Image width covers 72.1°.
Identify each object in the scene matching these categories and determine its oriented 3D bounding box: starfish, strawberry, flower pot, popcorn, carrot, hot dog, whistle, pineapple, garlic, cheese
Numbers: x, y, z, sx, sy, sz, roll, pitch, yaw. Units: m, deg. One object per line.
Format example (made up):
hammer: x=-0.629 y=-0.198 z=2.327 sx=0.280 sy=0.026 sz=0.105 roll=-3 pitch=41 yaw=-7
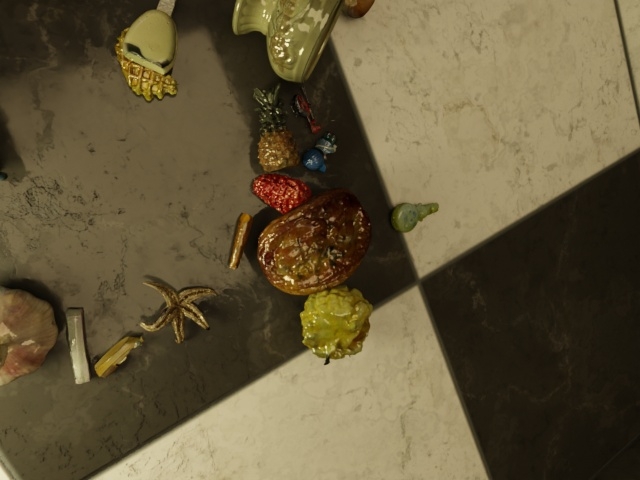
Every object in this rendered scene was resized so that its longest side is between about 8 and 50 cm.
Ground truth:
starfish: x=-0.410 y=0.187 z=1.263 sx=0.213 sy=0.057 sz=0.238 roll=-43 pitch=113 yaw=-21
strawberry: x=-0.113 y=-0.139 z=1.339 sx=0.188 sy=0.082 sz=0.121 roll=16 pitch=92 yaw=-26
flower pot: x=-0.092 y=-0.608 z=1.197 sx=0.244 sy=0.307 sz=0.308 roll=26 pitch=85 yaw=-6
popcorn: x=0.046 y=0.260 z=1.356 sx=0.249 sy=0.225 sz=0.249 roll=6 pitch=121 yaw=10
carrot: x=-0.242 y=0.003 z=1.322 sx=0.042 sy=0.042 sz=0.171 roll=15 pitch=92 yaw=-23
hot dog: x=0.000 y=0.000 z=1.329 sx=0.387 sy=0.174 sz=0.267 roll=-30 pitch=108 yaw=-24
whistle: x=0.330 y=-0.095 z=1.543 sx=0.198 sy=0.057 sz=0.104 roll=-21 pitch=113 yaw=-26
pineapple: x=-0.137 y=-0.328 z=1.293 sx=0.128 sy=0.128 sz=0.248 roll=-12 pitch=94 yaw=-21
garlic: x=-0.756 y=0.244 z=1.024 sx=0.244 sy=0.253 sz=0.245 roll=-7 pitch=106 yaw=-25
garlic: x=0.116 y=-0.778 z=1.356 sx=0.115 sy=0.128 sz=0.207 roll=30 pitch=77 yaw=22
cheese: x=-0.415 y=-0.566 z=1.141 sx=0.127 sy=0.054 sz=0.252 roll=20 pitch=78 yaw=-22

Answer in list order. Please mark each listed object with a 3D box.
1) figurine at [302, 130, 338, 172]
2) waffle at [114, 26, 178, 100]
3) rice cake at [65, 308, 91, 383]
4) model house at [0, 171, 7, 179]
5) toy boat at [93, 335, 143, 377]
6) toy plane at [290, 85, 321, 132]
figurine: x=0.002 y=-0.280 z=1.375 sx=0.077 sy=0.079 sz=0.136 roll=29 pitch=88 yaw=19
waffle: x=-0.458 y=-0.480 z=1.178 sx=0.148 sy=0.051 sz=0.194 roll=-25 pitch=104 yaw=-17
rice cake: x=-0.652 y=0.284 z=1.182 sx=0.047 sy=0.036 sz=0.207 roll=-10 pitch=99 yaw=-33
model house: x=-0.854 y=-0.265 z=0.927 sx=0.215 sy=0.237 sz=0.304 roll=-18 pitch=92 yaw=-20
toy boat: x=-0.557 y=0.317 z=1.219 sx=0.149 sy=0.047 sz=0.049 roll=-43 pitch=122 yaw=-10
toy plane: x=-0.047 y=-0.400 z=1.363 sx=0.060 sy=0.037 sz=0.145 roll=-33 pitch=102 yaw=-27
